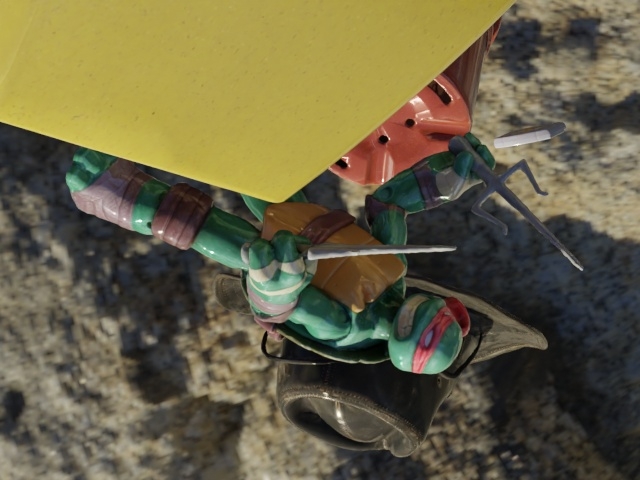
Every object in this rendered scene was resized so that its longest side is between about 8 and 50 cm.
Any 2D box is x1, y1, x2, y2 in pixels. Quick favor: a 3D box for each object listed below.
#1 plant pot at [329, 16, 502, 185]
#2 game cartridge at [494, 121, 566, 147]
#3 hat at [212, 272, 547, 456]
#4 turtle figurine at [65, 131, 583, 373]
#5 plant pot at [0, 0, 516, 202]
[{"bbox_3d":[0.087,-0.220,1.714,0.272,0.265,0.272,4,132,4],"label":"plant pot"},{"bbox_3d":[0.269,-0.136,1.808,0.083,0.056,0.017,-9,104,37],"label":"game cartridge"},{"bbox_3d":[0.050,0.123,1.265,0.331,0.331,0.134,-1,73,31],"label":"hat"},{"bbox_3d":[0.000,0.000,0.698,0.234,0.175,0.118,30,121,16],"label":"turtle figurine"},{"bbox_3d":[-0.051,-0.136,0.466,0.212,0.212,0.187,42,107,40],"label":"plant pot"}]
